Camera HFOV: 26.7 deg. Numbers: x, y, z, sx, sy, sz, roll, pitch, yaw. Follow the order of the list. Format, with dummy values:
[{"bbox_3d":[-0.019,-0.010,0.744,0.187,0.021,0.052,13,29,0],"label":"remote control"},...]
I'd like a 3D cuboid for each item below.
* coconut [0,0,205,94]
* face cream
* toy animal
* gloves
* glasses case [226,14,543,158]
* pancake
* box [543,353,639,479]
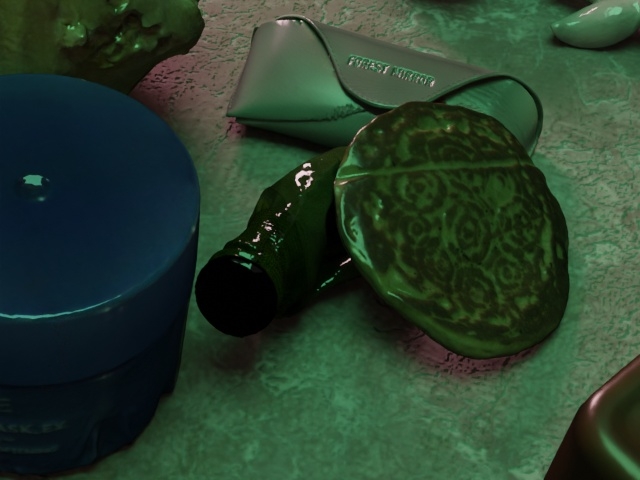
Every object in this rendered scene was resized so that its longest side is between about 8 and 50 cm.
[{"bbox_3d":[-0.267,-0.264,1.195,0.404,0.405,0.405,2,50,-2],"label":"coconut"},{"bbox_3d":[-0.222,0.031,1.055,0.249,0.225,0.249,4,49,-5],"label":"face cream"},{"bbox_3d":[0.359,-0.249,1.433,0.220,0.131,0.104,1,80,30],"label":"toy animal"},{"bbox_3d":[-0.014,-0.002,1.166,0.107,0.135,0.268,18,28,31],"label":"gloves"},{"bbox_3d":[0.058,-0.134,1.304,0.308,0.083,0.128,17,50,10],"label":"glasses case"},{"bbox_3d":[0.124,-0.011,1.179,0.250,0.031,0.250,15,59,-27],"label":"pancake"},{"bbox_3d":[0.332,0.177,0.970,0.339,0.229,0.239,-32,60,-26],"label":"box"}]
